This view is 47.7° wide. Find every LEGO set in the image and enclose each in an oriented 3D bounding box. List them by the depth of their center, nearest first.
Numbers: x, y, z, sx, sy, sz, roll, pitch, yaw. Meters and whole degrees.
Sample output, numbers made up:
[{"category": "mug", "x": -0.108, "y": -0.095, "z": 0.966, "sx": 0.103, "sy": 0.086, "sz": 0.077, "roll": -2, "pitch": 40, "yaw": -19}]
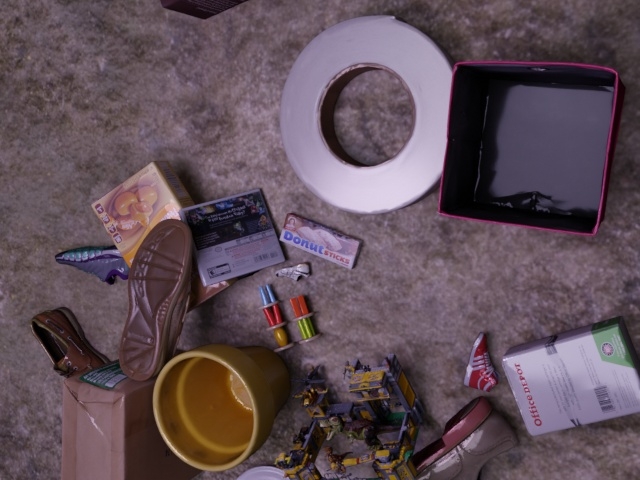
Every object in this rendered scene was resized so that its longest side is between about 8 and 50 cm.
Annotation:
[{"category": "LEGO set", "x": 0.045, "y": 0.354, "z": 1.445, "sx": 0.331, "sy": 0.255, "sz": 0.192, "roll": -9, "pitch": 120, "yaw": 36}]

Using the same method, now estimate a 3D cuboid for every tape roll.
[{"category": "tape roll", "x": 0.102, "y": -0.248, "z": 1.448, "sx": 0.392, "sy": 0.072, "sz": 0.392, "roll": 4, "pitch": 99, "yaw": 25}]

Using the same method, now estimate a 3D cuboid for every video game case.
[{"category": "video game case", "x": -0.190, "y": -0.009, "z": 1.558, "sx": 0.022, "sy": 0.190, "sz": 0.173, "roll": -33, "pitch": 76, "yaw": 64}]

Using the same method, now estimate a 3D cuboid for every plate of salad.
[{"category": "plate of salad", "x": -0.115, "y": 0.613, "z": 1.668, "sx": 0.199, "sy": 0.048, "sz": 0.200, "roll": 1, "pitch": 96, "yaw": 14}]

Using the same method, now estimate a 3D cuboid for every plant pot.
[{"category": "plant pot", "x": -0.188, "y": 0.332, "z": 1.560, "sx": 0.254, "sy": 0.239, "sz": 0.254, "roll": 4, "pitch": 99, "yaw": 25}]

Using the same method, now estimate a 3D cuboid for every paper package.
[{"category": "paper package", "x": -0.409, "y": 0.422, "z": 1.627, "sx": 0.168, "sy": 0.325, "sz": 0.310, "roll": 6, "pitch": 98, "yaw": 23}]

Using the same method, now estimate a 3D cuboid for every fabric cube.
[{"category": "fabric cube", "x": 0.367, "y": -0.160, "z": 1.234, "sx": 0.254, "sy": 0.258, "sz": 0.259, "roll": 9, "pitch": 100, "yaw": 24}]

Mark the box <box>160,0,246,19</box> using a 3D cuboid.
[{"category": "box", "x": -0.226, "y": -0.585, "z": 1.502, "sx": 0.203, "sy": 0.167, "sz": 0.169, "roll": -15, "pitch": 91, "yaw": 26}]

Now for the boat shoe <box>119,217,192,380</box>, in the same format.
[{"category": "boat shoe", "x": -0.332, "y": 0.119, "z": 1.517, "sx": 0.121, "sy": 0.110, "sz": 0.341, "roll": 19, "pitch": 96, "yaw": 18}]

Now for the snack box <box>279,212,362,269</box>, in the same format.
[{"category": "snack box", "x": 0.000, "y": 0.000, "z": 1.551, "sx": 0.178, "sy": 0.022, "sz": 0.064, "roll": 22, "pitch": 106, "yaw": 20}]

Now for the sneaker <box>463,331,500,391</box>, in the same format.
[{"category": "sneaker", "x": 0.326, "y": 0.241, "z": 1.420, "sx": 0.067, "sy": 0.042, "sz": 0.118, "roll": 19, "pitch": 112, "yaw": 26}]

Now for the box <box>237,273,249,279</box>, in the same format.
[{"category": "box", "x": -0.169, "y": 0.036, "z": 1.611, "sx": 0.052, "sy": 0.062, "sz": 0.083, "roll": -32, "pitch": 83, "yaw": 25}]

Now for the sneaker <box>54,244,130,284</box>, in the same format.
[{"category": "sneaker", "x": -0.559, "y": 0.066, "z": 1.786, "sx": 0.223, "sy": 0.083, "sz": 0.098, "roll": -4, "pitch": 100, "yaw": 24}]

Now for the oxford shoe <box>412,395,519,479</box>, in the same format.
[{"category": "oxford shoe", "x": 0.246, "y": 0.470, "z": 1.445, "sx": 0.130, "sy": 0.123, "sz": 0.348, "roll": 43, "pitch": 113, "yaw": 8}]

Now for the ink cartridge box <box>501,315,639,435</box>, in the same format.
[{"category": "ink cartridge box", "x": 0.468, "y": 0.249, "z": 1.328, "sx": 0.219, "sy": 0.092, "sz": 0.160, "roll": -21, "pitch": 87, "yaw": 26}]

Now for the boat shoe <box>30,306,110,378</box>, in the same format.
[{"category": "boat shoe", "x": -0.627, "y": 0.310, "z": 1.832, "sx": 0.307, "sy": 0.104, "sz": 0.111, "roll": 47, "pitch": 112, "yaw": 12}]

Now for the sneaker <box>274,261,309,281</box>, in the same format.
[{"category": "sneaker", "x": -0.062, "y": 0.074, "z": 1.583, "sx": 0.083, "sy": 0.032, "sz": 0.037, "roll": -14, "pitch": 90, "yaw": 26}]

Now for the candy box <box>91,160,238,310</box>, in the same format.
[{"category": "candy box", "x": -0.341, "y": 0.003, "z": 1.602, "sx": 0.183, "sy": 0.087, "sz": 0.316, "roll": -32, "pitch": 89, "yaw": 15}]

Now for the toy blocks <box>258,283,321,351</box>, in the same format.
[{"category": "toy blocks", "x": -0.075, "y": 0.158, "z": 1.588, "sx": 0.123, "sy": 0.054, "sz": 0.148, "roll": -22, "pitch": 87, "yaw": 26}]
